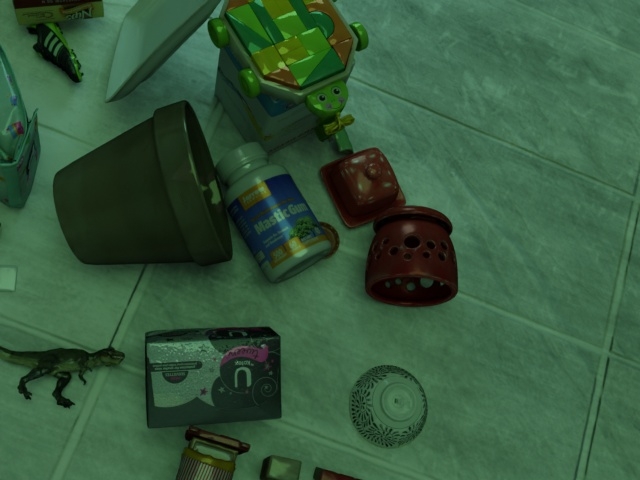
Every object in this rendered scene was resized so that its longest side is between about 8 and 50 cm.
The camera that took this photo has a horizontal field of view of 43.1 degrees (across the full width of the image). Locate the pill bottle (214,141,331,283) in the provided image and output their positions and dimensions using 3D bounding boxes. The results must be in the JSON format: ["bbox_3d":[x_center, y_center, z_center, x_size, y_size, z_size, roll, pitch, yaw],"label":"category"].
[{"bbox_3d":[-0.105,-0.061,1.671,0.152,0.152,0.272,-28,81,-19],"label":"pill bottle"}]

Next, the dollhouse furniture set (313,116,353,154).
[{"bbox_3d":[0.044,-0.240,1.767,0.058,0.151,0.076,-32,75,23],"label":"dollhouse furniture set"}]

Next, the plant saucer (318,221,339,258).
[{"bbox_3d":[0.000,0.000,1.748,0.083,0.013,0.083,3,72,-11],"label":"plant saucer"}]

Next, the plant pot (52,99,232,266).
[{"bbox_3d":[-0.345,-0.078,1.564,0.280,0.323,0.323,-16,76,-1],"label":"plant pot"}]

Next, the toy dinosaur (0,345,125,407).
[{"bbox_3d":[-0.510,0.247,1.530,0.268,0.064,0.118,7,56,-10],"label":"toy dinosaur"}]

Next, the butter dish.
[{"bbox_3d":[0.103,-0.133,1.759,0.160,0.118,0.160,-22,77,-18],"label":"butter dish"}]

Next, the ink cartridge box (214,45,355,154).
[{"bbox_3d":[-0.085,-0.340,1.704,0.198,0.270,0.197,-30,79,-20],"label":"ink cartridge box"}]

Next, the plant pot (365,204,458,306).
[{"bbox_3d":[0.192,0.029,1.688,0.191,0.191,0.174,9,68,-9],"label":"plant pot"}]

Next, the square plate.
[{"bbox_3d":[-0.298,-0.466,1.633,0.049,0.344,0.347,35,33,-32],"label":"square plate"}]

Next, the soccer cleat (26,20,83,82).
[{"bbox_3d":[-0.567,-0.401,1.736,0.072,0.060,0.179,-29,74,-10],"label":"soccer cleat"}]

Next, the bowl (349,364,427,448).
[{"bbox_3d":[0.148,0.331,1.637,0.170,0.080,0.170,3,72,-11],"label":"bowl"}]

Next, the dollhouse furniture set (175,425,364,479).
[{"bbox_3d":[-0.101,0.490,1.489,0.374,0.152,0.201,17,69,-6],"label":"dollhouse furniture set"}]

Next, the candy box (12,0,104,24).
[{"bbox_3d":[-0.589,-0.623,1.761,0.183,0.087,0.316,-10,66,-16],"label":"candy box"}]

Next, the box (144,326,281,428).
[{"bbox_3d":[-0.204,0.251,1.527,0.247,0.142,0.163,-1,93,-14],"label":"box"}]

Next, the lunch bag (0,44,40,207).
[{"bbox_3d":[-0.629,-0.211,1.565,0.160,0.223,0.262,-23,79,-24],"label":"lunch bag"}]

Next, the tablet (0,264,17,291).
[{"bbox_3d":[-0.639,0.073,1.586,0.083,0.006,0.054,3,72,-11],"label":"tablet"}]

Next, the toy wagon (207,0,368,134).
[{"bbox_3d":[-0.038,-0.362,1.538,0.267,0.068,0.344,-28,78,-19],"label":"toy wagon"}]
